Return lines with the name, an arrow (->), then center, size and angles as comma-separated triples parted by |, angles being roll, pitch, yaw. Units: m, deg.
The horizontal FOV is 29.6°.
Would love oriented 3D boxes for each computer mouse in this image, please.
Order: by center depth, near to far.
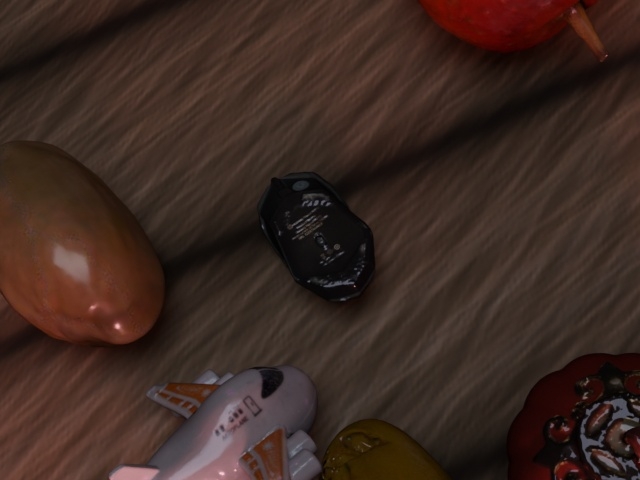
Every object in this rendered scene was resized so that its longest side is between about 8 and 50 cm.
computer mouse -> 0.000, 0.000, 1.419 | 0.106, 0.062, 0.192 | -32, 58, -5

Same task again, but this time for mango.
mango -> 0.084, 0.286, 1.221 | 0.130, 0.167, 0.262 | -52, 50, 25

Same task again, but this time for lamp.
lamp -> 0.294, 0.216, 1.184 | 0.227, 0.227, 0.227 | -4, 65, 8

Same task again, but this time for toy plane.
toy plane -> -0.107, 0.212, 1.275 | 0.244, 0.117, 0.245 | -15, 36, 11

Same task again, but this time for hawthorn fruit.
hawthorn fruit -> 0.246, -0.349, 1.445 | 0.287, 0.287, 0.330 | -31, 79, -5

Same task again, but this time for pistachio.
pistachio -> -0.294, 0.011, 1.411 | 0.181, 0.162, 0.293 | -28, 58, -23
